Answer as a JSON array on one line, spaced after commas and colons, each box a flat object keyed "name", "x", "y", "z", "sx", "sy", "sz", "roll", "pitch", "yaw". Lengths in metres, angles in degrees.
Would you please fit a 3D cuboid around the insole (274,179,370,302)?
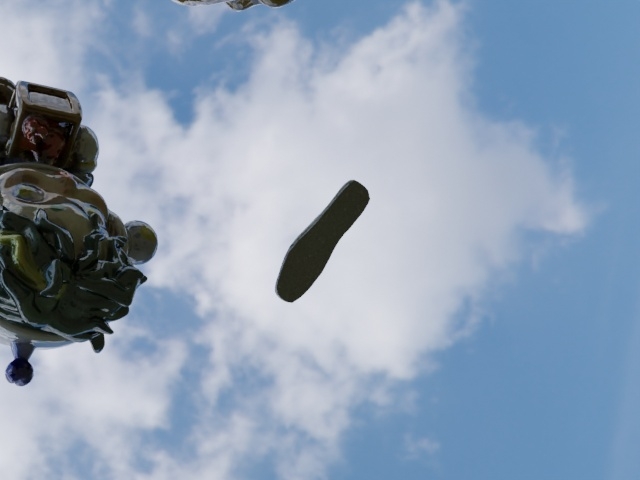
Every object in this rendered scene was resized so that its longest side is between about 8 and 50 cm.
[{"name": "insole", "x": 0.000, "y": 0.000, "z": 1.364, "sx": 0.063, "sy": 0.010, "sz": 0.192, "roll": 40, "pitch": -98, "yaw": -26}]

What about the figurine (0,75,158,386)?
[{"name": "figurine", "x": -0.296, "y": -0.037, "z": 1.049, "sx": 0.261, "sy": 0.186, "sz": 0.382, "roll": 5, "pitch": -139, "yaw": -26}]

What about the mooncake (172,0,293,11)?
[{"name": "mooncake", "x": -0.043, "y": -0.260, "z": 0.780, "sx": 0.235, "sy": 0.234, "sz": 0.117, "roll": -44, "pitch": -55, "yaw": -35}]
